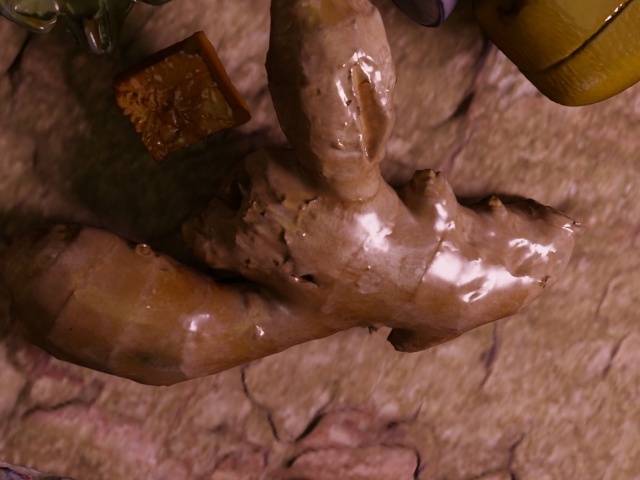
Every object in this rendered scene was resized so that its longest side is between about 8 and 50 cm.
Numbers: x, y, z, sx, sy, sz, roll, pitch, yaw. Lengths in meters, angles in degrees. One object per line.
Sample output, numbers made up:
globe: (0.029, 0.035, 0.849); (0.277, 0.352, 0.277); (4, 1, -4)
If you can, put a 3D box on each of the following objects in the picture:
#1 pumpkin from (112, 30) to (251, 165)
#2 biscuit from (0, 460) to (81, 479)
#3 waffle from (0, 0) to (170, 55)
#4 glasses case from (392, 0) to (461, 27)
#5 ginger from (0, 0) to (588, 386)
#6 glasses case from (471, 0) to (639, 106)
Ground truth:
pumpkin: (-0.101, -0.105, 1.109); (0.083, 0.054, 0.074); (-24, 104, 18)
biscuit: (-0.208, 0.243, 1.158); (0.309, 0.079, 0.186); (15, 98, -13)
waffle: (-0.189, -0.295, 1.040); (0.317, 0.073, 0.297); (29, 102, -23)
glasses case: (0.156, -0.282, 1.064); (0.060, 0.114, 0.299); (39, 83, 15)
ginger: (-0.007, 0.018, 1.117); (0.348, 0.122, 0.363); (36, 107, -29)
glasses case: (0.273, -0.250, 1.079); (0.141, 0.173, 0.371); (43, 95, -15)
